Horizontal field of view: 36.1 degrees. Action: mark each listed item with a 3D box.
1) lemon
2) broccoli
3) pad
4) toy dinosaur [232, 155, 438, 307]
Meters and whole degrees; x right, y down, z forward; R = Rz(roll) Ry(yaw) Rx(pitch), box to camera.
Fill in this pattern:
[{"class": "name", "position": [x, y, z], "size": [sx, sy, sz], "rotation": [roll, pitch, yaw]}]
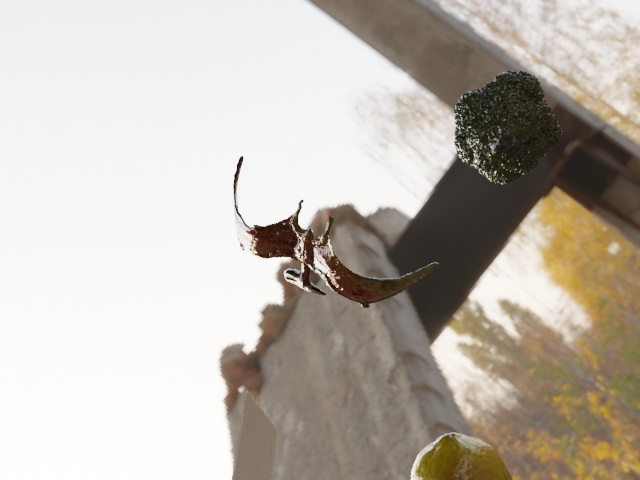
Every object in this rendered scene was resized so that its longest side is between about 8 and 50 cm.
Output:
[{"class": "lemon", "position": [0.228, 0.403, 1.553], "size": [0.170, 0.207, 0.170], "rotation": [-21, -3, -1]}, {"class": "broccoli", "position": [0.259, -0.153, 1.377], "size": [0.146, 0.162, 0.138], "rotation": [-21, 20, 14]}, {"class": "pad", "position": [-0.097, 0.347, 1.390], "size": [0.156, 0.004, 0.232], "rotation": [66, -155, -53]}, {"class": "toy dinosaur", "position": [0.006, -0.003, 1.505], "size": [0.113, 0.327, 0.206], "rotation": [-55, -41, -32]}]
